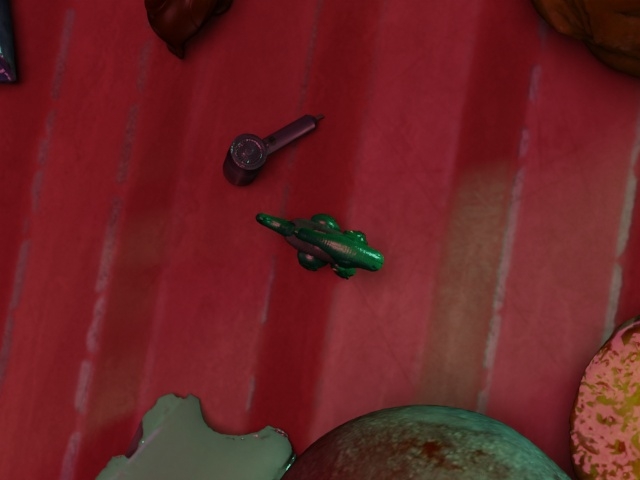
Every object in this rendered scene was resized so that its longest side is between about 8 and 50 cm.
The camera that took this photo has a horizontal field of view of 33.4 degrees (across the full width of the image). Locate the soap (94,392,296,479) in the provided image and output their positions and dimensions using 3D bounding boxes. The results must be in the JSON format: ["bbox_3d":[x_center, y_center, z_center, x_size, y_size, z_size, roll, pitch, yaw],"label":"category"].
[{"bbox_3d":[-0.168,0.288,0.934,0.158,0.258,0.302,24,88,13],"label":"soap"}]

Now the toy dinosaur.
[{"bbox_3d":[0.000,0.000,1.017,0.132,0.096,0.059,21,87,9],"label":"toy dinosaur"}]

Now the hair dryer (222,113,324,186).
[{"bbox_3d":[-0.044,-0.097,1.063,0.114,0.063,0.037,-31,85,-17],"label":"hair dryer"}]

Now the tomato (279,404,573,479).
[{"bbox_3d":[0.093,0.289,0.862,0.282,0.317,0.316,-43,79,-13],"label":"tomato"}]

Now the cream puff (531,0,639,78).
[{"bbox_3d":[0.327,-0.271,0.907,0.323,0.270,0.275,7,90,12],"label":"cream puff"}]

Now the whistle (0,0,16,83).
[{"bbox_3d":[-0.367,-0.313,1.132,0.062,0.062,0.304,-9,83,9],"label":"whistle"}]

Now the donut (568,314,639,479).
[{"bbox_3d":[0.296,0.169,0.946,0.152,0.101,0.259,5,86,11],"label":"donut"}]

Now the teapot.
[{"bbox_3d":[-0.128,-0.248,1.082,0.098,0.078,0.129,36,103,52],"label":"teapot"}]
